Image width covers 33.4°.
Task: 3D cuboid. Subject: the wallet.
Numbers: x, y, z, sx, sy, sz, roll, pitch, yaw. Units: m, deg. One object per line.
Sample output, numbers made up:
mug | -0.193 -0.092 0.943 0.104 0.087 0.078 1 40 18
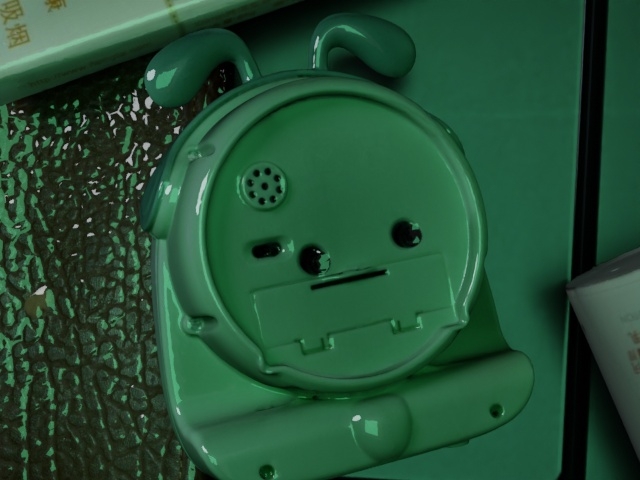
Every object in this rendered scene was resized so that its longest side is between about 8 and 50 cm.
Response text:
wallet | -0.103 0.026 0.473 0.133 0.039 0.243 0 89 7

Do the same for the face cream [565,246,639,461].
face cream | 0.186 0.098 0.432 0.096 0.096 0.214 -23 88 1

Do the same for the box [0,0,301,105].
box | -0.053 -0.148 0.460 0.220 0.032 0.122 -20 73 -4

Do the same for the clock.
clock | 0.000 0.000 0.436 0.148 0.060 0.188 -13 90 -18
